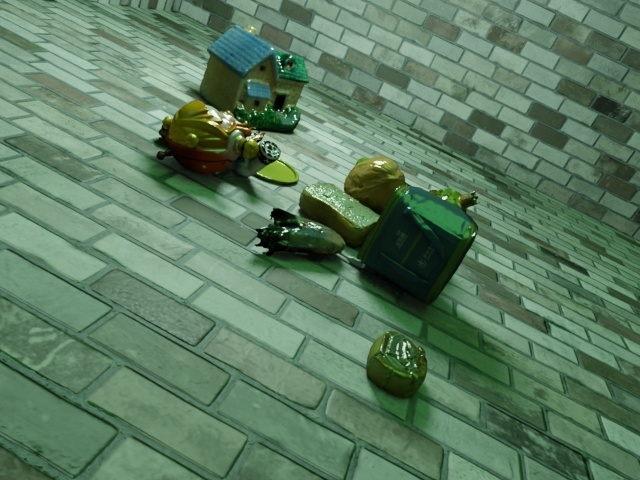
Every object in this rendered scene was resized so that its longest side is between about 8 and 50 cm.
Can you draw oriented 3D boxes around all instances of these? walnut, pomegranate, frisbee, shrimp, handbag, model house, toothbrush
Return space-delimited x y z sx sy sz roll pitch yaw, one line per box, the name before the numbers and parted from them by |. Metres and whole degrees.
walnut | 0.183 -0.181 1.727 0.193 0.226 0.193 12 68 -31
pomegranate | 0.497 -0.127 1.958 0.159 0.205 0.159 27 52 -39
frisbee | -0.183 -0.253 1.763 0.236 0.017 0.236 21 25 -11
shrimp | -0.065 -0.030 1.350 0.289 0.075 0.178 -1 31 -34
handbag | 0.263 0.006 1.379 0.241 0.263 0.222 30 19 14
model house | -0.241 -0.678 2.161 0.382 0.342 0.334 -2 35 -46
toothbrush | 0.000 0.000 1.434 0.276 0.019 0.025 30 21 10

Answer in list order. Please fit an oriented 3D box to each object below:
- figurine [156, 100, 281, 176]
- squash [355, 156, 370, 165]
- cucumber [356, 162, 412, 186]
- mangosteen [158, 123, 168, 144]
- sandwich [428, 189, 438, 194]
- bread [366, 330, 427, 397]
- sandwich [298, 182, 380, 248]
figurine | -0.307 -0.288 1.509 0.323 0.196 0.320 8 19 -44
squash | 0.222 -0.227 2.000 0.101 0.101 0.378 13 29 -26
cucumber | 0.253 -0.196 1.841 0.303 0.081 0.072 28 46 26
mangosteen | -0.455 -0.330 1.594 0.081 0.081 0.081 21 25 -10
sandwich | 0.510 -0.146 2.156 0.162 0.058 0.193 38 25 23
bread | 0.157 0.243 1.049 0.117 0.064 0.156 27 26 -1
sandwich | 0.071 -0.087 1.594 0.251 0.087 0.226 36 27 22
